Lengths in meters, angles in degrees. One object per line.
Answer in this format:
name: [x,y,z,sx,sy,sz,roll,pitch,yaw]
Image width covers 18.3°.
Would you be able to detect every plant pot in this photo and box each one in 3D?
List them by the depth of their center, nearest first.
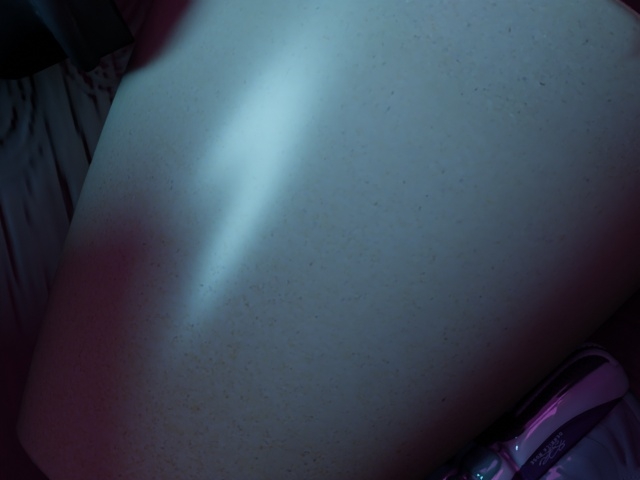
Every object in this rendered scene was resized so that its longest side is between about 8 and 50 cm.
plant pot: [0.000,0.000,0.824,0.256,0.256,0.274,36,93,13]

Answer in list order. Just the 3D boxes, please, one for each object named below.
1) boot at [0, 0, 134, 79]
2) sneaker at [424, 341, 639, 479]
boot: [-0.239,-0.092,0.841,0.260,0.348,0.131,-34,116,-12]
sneaker: [0.065,0.149,0.844,0.223,0.083,0.098,-43,100,1]
